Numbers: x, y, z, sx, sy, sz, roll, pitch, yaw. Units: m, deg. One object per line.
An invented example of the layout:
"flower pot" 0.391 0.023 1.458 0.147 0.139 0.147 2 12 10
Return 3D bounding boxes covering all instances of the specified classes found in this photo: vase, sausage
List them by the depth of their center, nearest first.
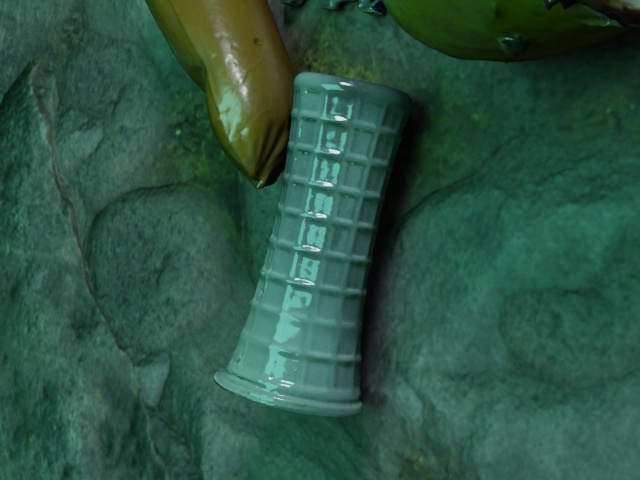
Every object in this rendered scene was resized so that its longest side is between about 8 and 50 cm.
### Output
"vase" 0.000 0.000 1.095 0.143 0.143 0.298 15 94 41
"sausage" -0.098 -0.205 1.190 0.116 0.134 0.354 -24 67 -1

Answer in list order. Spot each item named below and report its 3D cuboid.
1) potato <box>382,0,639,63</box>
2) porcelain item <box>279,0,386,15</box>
"potato" 0.190 -0.316 0.886 0.397 0.290 0.296 -65 21 -6
"porcelain item" 0.017 -0.264 1.164 0.136 0.021 0.075 15 94 40
